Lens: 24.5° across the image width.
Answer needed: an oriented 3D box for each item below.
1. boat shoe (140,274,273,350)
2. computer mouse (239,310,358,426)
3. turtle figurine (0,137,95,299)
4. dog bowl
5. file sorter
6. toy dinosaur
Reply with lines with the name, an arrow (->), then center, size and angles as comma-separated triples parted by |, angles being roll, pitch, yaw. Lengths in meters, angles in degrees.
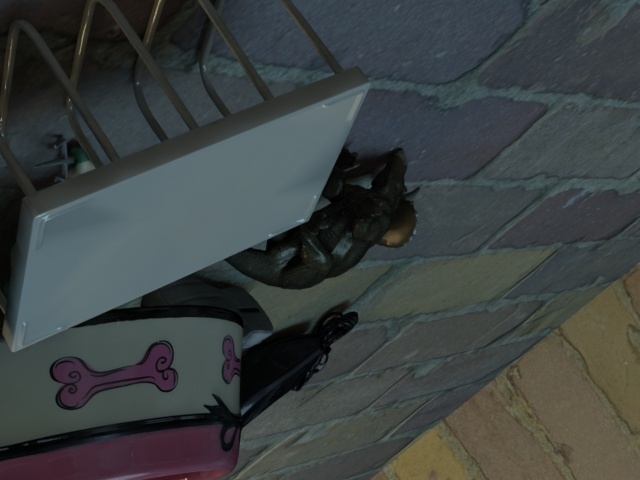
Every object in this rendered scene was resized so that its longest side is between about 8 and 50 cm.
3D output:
boat shoe -> -0.139, 0.108, 1.704 | 0.094, 0.109, 0.302 | -42, 163, 9
computer mouse -> -0.074, 0.187, 2.100 | 0.272, 0.072, 0.188 | -32, 165, -49
turtle figurine -> -0.239, 0.012, 1.296 | 0.175, 0.118, 0.234 | -34, 168, 2
dog bowl -> -0.260, 0.187, 1.427 | 0.408, 0.150, 0.408 | -12, 169, -3
file sorter -> -0.141, -0.080, 1.116 | 0.277, 0.173, 0.193 | -24, 159, -28
toy dinosaur -> 0.000, 0.000, 1.653 | 0.313, 0.121, 0.160 | -34, 149, -13
